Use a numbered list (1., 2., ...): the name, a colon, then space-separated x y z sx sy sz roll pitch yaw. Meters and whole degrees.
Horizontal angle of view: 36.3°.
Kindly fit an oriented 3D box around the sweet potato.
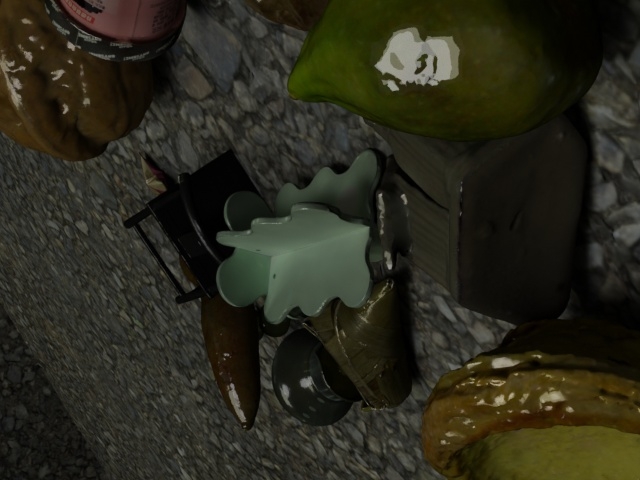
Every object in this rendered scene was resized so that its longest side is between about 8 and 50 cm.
1. sweet potato: -0.142 0.100 1.380 0.108 0.079 0.346 -58 38 30

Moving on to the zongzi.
1. zongzi: 0.080 0.121 1.142 0.160 0.078 0.176 51 145 -10

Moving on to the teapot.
1. teapot: 0.019 0.179 1.268 0.165 0.130 0.119 29 146 -27

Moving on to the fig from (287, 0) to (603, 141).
1. fig: 0.080 -0.154 0.694 0.233 0.167 0.167 22 141 31

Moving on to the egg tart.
1. egg tart: 0.223 0.151 0.832 0.293 0.123 0.294 9 149 5

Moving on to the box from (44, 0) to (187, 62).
1. box: -0.206 -0.286 1.025 0.151 0.151 0.135 47 145 11

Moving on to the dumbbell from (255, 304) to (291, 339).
1. dumbbell: -0.084 0.118 1.410 0.046 0.052 0.118 15 163 -22

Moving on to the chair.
1. chair: -0.134 -0.019 1.227 0.155 0.141 0.260 56 154 -8

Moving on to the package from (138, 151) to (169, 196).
1. package: -0.245 -0.089 1.443 0.083 0.029 0.059 51 162 28

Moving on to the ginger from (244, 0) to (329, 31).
1. ginger: 0.031 -0.237 0.778 0.166 0.080 0.333 46 150 2

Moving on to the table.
1. table: 0.000 0.000 1.041 0.198 0.166 0.167 -17 108 53

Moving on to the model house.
1. model house: 0.117 -0.036 0.842 0.188 0.122 0.229 34 144 41

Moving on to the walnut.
1. walnut: -0.322 -0.221 1.203 0.224 0.257 0.257 -9 122 19
